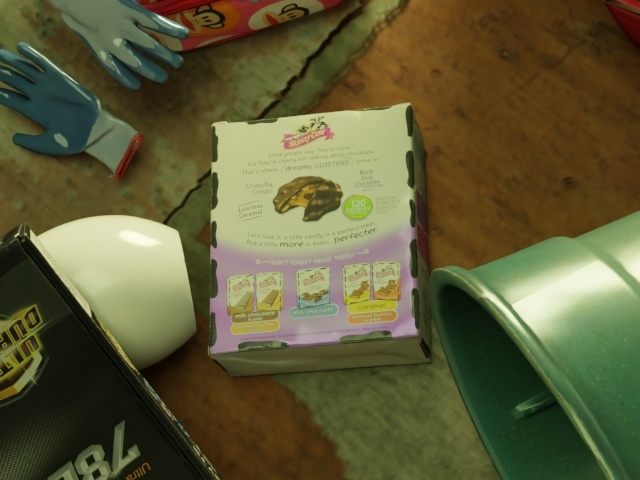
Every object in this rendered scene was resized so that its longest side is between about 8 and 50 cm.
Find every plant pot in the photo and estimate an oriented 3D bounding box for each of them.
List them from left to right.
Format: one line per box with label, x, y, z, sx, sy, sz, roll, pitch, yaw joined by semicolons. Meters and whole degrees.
plant pot;0.299;0.093;1.214;0.334;0.341;0.341;-28;65;-7

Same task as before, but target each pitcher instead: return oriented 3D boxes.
pitcher;-0.209;0.038;1.457;0.207;0.125;0.178;-10;30;-5

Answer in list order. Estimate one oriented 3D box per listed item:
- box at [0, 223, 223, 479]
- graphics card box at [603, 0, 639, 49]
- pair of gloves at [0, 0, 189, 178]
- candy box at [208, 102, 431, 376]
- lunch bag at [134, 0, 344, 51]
box;-0.247;0.189;1.350;0.295;0.073;0.293;-36;100;-1
graphics card box;0.417;-0.252;1.371;0.371;0.094;0.233;-43;29;-3
pair of gloves;-0.196;-0.146;1.523;0.159;0.023;0.198;35;119;15
candy box;0.000;0.000;1.447;0.165;0.070;0.196;-5;68;12
lunch bag;-0.101;-0.314;1.576;0.258;0.120;0.293;-16;68;12
